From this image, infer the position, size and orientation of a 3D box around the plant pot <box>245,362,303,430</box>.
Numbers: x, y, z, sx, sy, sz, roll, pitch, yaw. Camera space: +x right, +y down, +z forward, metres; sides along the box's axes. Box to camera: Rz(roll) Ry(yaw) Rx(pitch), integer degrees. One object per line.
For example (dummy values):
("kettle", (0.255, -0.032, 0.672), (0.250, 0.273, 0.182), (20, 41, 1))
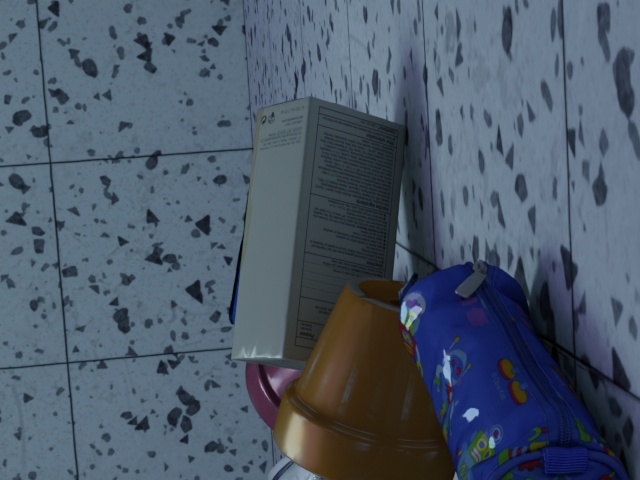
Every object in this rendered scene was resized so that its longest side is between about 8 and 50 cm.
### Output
("plant pot", (0.022, 0.151, 1.913), (0.180, 0.201, 0.201), (123, 144, -51))

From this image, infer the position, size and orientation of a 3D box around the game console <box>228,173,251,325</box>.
("game console", (-0.025, 0.004, 2.165), (0.250, 0.173, 0.293), (-139, 55, -63))

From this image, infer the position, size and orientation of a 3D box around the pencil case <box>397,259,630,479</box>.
("pencil case", (0.149, 0.129, 1.187), (0.306, 0.119, 0.133), (-109, 18, -59))

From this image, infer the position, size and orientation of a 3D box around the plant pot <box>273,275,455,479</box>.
("plant pot", (0.067, 0.147, 1.580), (0.205, 0.205, 0.188), (-121, 42, -72))

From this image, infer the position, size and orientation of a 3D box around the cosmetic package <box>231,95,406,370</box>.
("cosmetic package", (0.000, 0.000, 1.739), (0.113, 0.160, 0.310), (-5, 74, 51))

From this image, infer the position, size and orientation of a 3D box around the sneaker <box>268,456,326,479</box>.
("sneaker", (0.004, 0.353, 2.305), (0.235, 0.090, 0.095), (-58, 32, 32))
